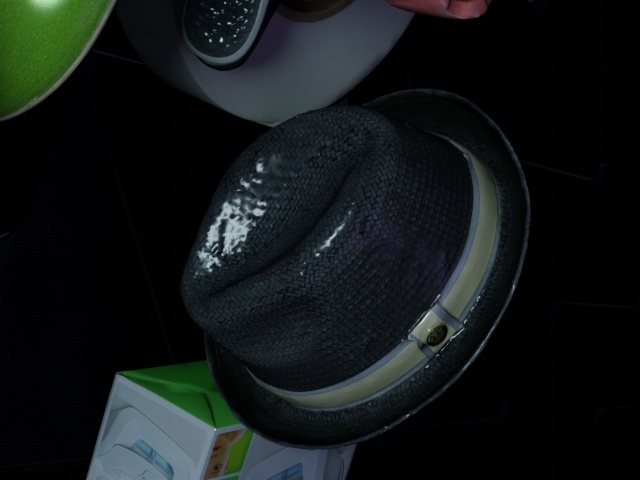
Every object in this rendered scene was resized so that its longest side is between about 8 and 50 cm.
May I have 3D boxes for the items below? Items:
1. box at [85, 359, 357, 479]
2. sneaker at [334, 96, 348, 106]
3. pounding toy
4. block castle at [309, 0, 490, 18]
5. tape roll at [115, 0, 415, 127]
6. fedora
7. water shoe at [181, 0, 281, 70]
[{"bbox_3d":[-0.099,0.237,1.392,0.262,0.126,0.231,-1,111,-57],"label":"box"},{"bbox_3d":[0.016,-0.063,1.410,0.089,0.051,0.170,-51,144,-11],"label":"sneaker"},{"bbox_3d":[-0.219,-0.150,0.819,0.237,0.183,0.110,-45,139,20],"label":"pounding toy"},{"bbox_3d":[0.002,-0.369,0.857,0.453,0.212,0.303,48,60,-39],"label":"block castle"},{"bbox_3d":[-0.013,-0.283,1.184,0.392,0.072,0.392,-36,139,-39],"label":"tape roll"},{"bbox_3d":[0.000,0.000,1.210,0.152,0.334,0.334,34,83,-47],"label":"fedora"},{"bbox_3d":[-0.046,-0.220,1.067,0.203,0.073,0.080,-64,177,-3],"label":"water shoe"}]
